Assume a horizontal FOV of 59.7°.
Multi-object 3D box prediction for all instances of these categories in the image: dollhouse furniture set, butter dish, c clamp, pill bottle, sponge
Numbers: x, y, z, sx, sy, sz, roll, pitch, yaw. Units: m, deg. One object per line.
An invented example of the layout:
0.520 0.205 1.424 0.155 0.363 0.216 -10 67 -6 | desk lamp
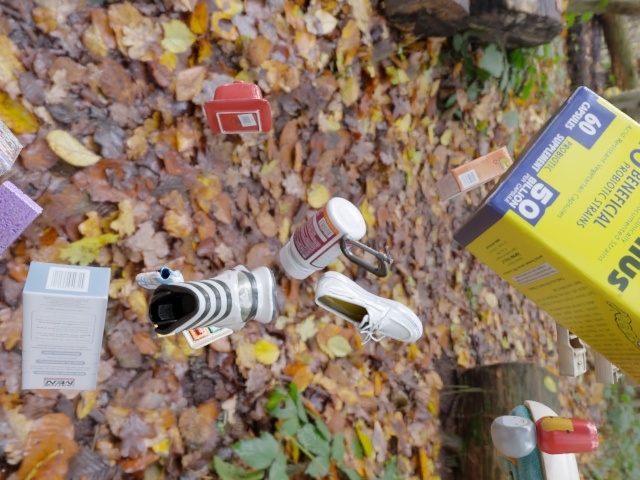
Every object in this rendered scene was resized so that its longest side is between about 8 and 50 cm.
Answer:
0.805 0.301 1.565 0.212 0.242 0.161 1 85 -47 | dollhouse furniture set
-0.203 -0.345 1.396 0.160 0.160 0.118 94 -6 -71 | butter dish
0.102 0.027 1.268 0.022 0.161 0.137 -48 142 -23 | c clamp
0.000 0.000 1.410 0.121 0.221 0.121 30 38 -27 | pill bottle
-0.863 -0.050 1.504 0.117 0.210 0.031 45 13 -14 | sponge

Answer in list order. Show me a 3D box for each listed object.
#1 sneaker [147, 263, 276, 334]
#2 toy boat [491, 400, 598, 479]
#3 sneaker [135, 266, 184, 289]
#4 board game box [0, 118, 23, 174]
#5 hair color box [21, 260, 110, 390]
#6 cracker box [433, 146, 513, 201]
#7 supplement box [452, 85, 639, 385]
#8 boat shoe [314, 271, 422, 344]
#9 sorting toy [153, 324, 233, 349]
-0.290 0.140 1.350 0.257 0.447 0.169 -1 81 -23 | sneaker
0.358 0.373 0.938 0.318 0.148 0.267 74 16 -48 | toy boat
-0.541 0.126 1.880 0.085 0.237 0.086 -9 100 -49 | sneaker
-0.804 -0.177 1.207 0.232 0.291 0.141 -35 118 -9 | board game box
-0.661 0.233 1.446 0.113 0.185 0.374 -107 -148 -48 | hair color box
0.416 -0.177 1.538 0.232 0.156 0.067 79 -14 -88 | cracker box
0.383 0.015 0.707 0.194 0.356 0.195 -50 172 -8 | supplement box
0.143 0.239 1.711 0.367 0.136 0.156 32 37 -6 | boat shoe
-0.428 0.279 2.012 0.348 0.047 0.196 -20 69 -44 | sorting toy
